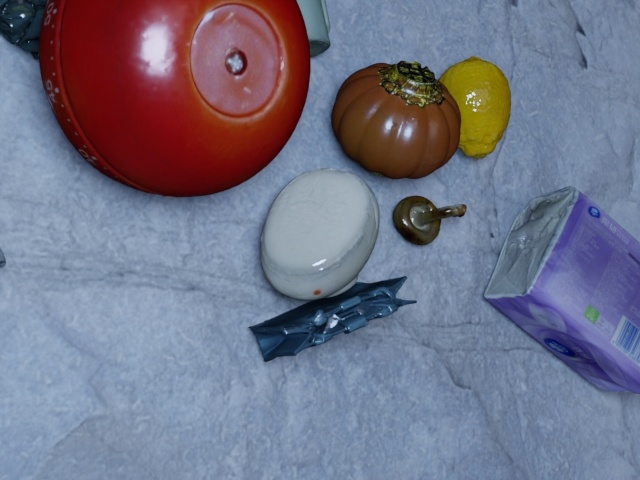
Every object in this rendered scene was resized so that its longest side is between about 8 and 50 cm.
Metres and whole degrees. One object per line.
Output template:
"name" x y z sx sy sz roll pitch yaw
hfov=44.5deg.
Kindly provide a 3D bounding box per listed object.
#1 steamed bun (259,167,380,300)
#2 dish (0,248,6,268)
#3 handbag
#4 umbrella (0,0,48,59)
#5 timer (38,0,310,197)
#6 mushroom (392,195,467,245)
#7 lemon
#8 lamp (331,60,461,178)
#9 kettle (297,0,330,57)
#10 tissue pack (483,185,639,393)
"steamed bun" 0.000 0.000 1.249 0.177 0.131 0.228 13 58 19
"dish" -0.479 -0.011 0.923 0.228 0.086 0.236 36 68 -26
"handbag" 0.020 0.121 1.228 0.229 0.179 0.062 -21 92 -27
"umbrella" -0.369 -0.433 1.164 0.143 0.094 0.349 38 68 -21
"timer" -0.191 -0.248 1.092 0.377 0.279 0.378 -9 104 -42
"mushroom" 0.194 -0.037 1.380 0.129 0.073 0.088 -7 69 8
"lemon" 0.274 -0.239 1.411 0.142 0.142 0.187 -6 91 -25
"lamp" 0.127 -0.200 1.306 0.223 0.197 0.223 12 43 -11
"kettle" -0.032 -0.388 1.312 0.126 0.098 0.148 -7 83 -20
"tissue pack" 0.493 0.095 1.460 0.338 0.160 0.242 38 69 -15
